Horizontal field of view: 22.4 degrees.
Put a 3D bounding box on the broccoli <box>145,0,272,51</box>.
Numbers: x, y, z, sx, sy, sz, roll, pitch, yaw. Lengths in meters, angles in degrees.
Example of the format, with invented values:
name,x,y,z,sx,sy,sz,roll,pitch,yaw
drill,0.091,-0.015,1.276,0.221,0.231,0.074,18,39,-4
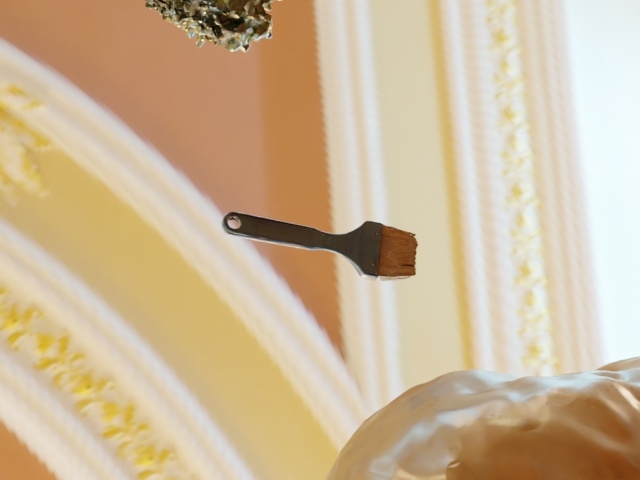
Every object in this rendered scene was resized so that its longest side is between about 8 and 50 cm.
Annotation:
name,x,y,z,sx,sy,sz,roll,pitch,yaw
broccoli,-0.017,-0.318,1.375,0.275,0.397,0.353,39,-117,-39

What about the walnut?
name,x,y,z,sx,sy,sz,roll,pitch,yaw
walnut,0.157,0.240,0.990,0.383,0.383,0.384,6,-105,-22

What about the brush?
name,x,y,z,sx,sy,sz,roll,pitch,yaw
brush,0.000,0.000,1.305,0.164,0.014,0.051,11,-121,-11
